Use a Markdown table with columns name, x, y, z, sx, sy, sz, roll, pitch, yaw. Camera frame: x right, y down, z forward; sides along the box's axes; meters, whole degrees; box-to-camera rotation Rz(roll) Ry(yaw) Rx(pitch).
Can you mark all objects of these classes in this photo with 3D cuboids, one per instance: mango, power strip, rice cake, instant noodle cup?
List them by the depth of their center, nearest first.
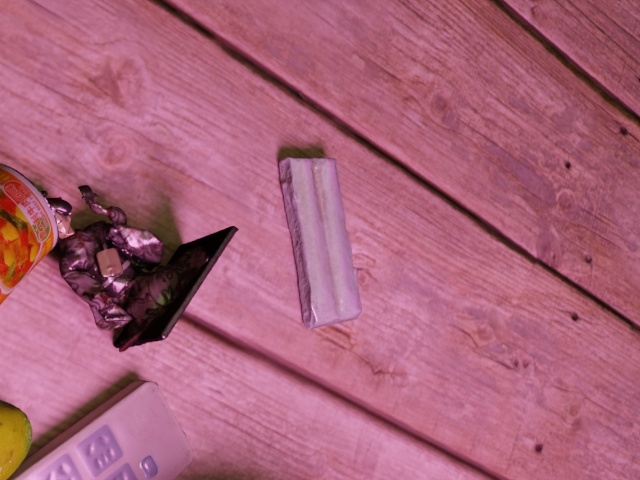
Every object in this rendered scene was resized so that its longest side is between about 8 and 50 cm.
| name | x | y | z | sx | sy | sz | roll | pitch | yaw |
| --- | --- | --- | --- | --- | --- | --- | --- | --- | --- |
| instant noodle cup | -0.367 | 0.017 | 1.095 | 0.185 | 0.168 | 0.168 | -47 | 113 | -40 |
| mango | -0.372 | 0.207 | 1.104 | 0.178 | 0.100 | 0.119 | -5 | 87 | -43 |
| power strip | -0.258 | 0.265 | 1.214 | 0.270 | 0.046 | 0.118 | -36 | 107 | -33 |
| rice cake | 0.000 | 0.000 | 1.426 | 0.085 | 0.040 | 0.226 | -11 | 93 | -36 |

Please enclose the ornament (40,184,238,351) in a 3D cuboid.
| name | x | y | z | sx | sy | sz | roll | pitch | yaw |
| --- | --- | --- | --- | --- | --- | --- | --- | --- | --- |
| ornament | -0.236 | 0.007 | 1.204 | 0.196 | 0.153 | 0.166 | 38 | 64 | -17 |
